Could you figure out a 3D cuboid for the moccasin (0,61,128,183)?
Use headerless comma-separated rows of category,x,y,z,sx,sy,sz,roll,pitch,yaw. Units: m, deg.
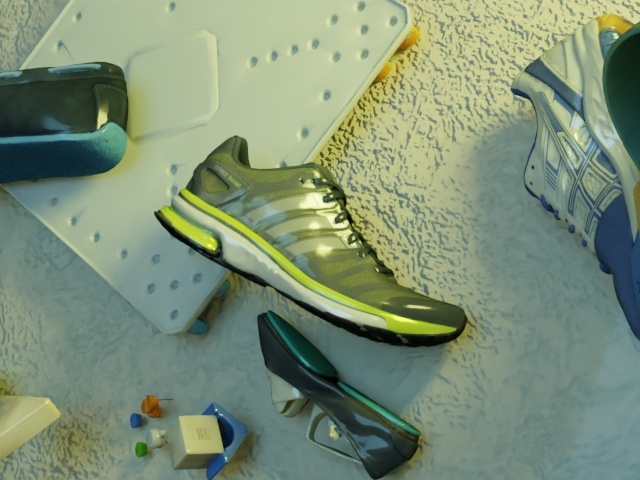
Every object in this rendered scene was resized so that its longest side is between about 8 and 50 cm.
moccasin,-0.351,-0.129,1.337,0.342,0.138,0.117,2,68,14

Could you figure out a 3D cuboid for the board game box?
board game box,-0.144,-0.152,1.326,0.390,0.050,0.390,37,91,33

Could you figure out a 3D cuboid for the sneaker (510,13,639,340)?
sneaker,0.242,-0.038,1.069,0.131,0.112,0.297,-26,59,37

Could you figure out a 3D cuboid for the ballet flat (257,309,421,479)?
ballet flat,-0.001,0.142,1.134,0.203,0.074,0.074,38,91,30

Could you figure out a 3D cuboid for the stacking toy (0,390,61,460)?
stacking toy,-0.374,0.272,1.241,0.279,0.130,0.309,-45,29,-26

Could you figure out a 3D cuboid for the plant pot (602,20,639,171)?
plant pot,0.383,-0.110,0.863,0.235,0.293,0.293,-44,57,-10

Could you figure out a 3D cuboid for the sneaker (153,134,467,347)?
sneaker,0.000,0.000,1.133,0.300,0.111,0.121,27,85,13

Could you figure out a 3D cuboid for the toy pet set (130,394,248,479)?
toy pet set,-0.121,0.196,1.194,0.114,0.065,0.122,-50,46,45
